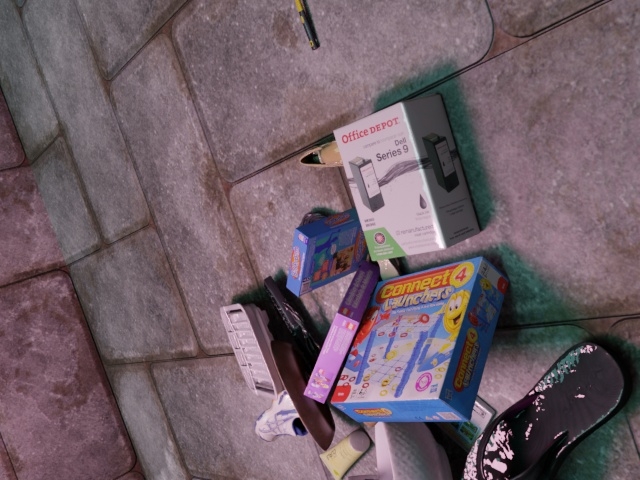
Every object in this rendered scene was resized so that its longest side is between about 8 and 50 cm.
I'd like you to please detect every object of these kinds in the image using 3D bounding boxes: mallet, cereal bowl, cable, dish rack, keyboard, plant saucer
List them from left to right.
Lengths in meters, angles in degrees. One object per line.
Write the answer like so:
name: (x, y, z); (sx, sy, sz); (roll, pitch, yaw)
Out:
dish rack: (-0.185, 0.308, 1.920); (0.285, 0.072, 0.333); (69, 160, 1)
keyboard: (-0.067, 0.236, 1.785); (0.317, 0.033, 0.201); (57, 162, 13)
mallet: (-0.051, -0.514, 1.484); (0.062, 0.039, 0.189); (-1, 110, 50)
plant saucer: (-0.037, 0.386, 1.712); (0.310, 0.050, 0.310); (63, 180, -1)
cable: (0.000, 0.000, 1.653); (0.150, 0.047, 0.184); (55, 142, 24)
cereal bowl: (0.214, 0.545, 1.498); (0.339, 0.141, 0.338); (174, 90, -87)

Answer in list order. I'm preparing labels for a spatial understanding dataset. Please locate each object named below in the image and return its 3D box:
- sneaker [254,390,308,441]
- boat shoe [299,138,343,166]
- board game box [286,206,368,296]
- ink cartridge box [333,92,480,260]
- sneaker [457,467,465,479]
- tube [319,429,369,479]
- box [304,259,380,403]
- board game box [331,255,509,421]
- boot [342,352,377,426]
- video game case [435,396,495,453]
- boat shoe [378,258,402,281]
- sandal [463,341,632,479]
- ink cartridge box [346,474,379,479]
sneaker: (-0.100, 0.533, 1.948); (0.131, 0.112, 0.296); (50, 138, 22)
boat shoe: (0.025, -0.193, 1.506); (0.190, 0.072, 0.068); (-13, 96, 51)
board game box: (0.025, 0.020, 1.493); (0.047, 0.210, 0.160); (37, 131, 35)
ink cartridge box: (0.167, -0.121, 1.334); (0.211, 0.122, 0.289); (-13, 96, 51)
sneaker: (0.417, 0.523, 1.295); (0.447, 0.169, 0.257); (-31, 84, 53)
tube: (0.063, 0.592, 1.830); (0.240, 0.062, 0.070); (121, 159, -50)
box: (0.052, 0.214, 1.557); (0.057, 0.201, 0.293); (23, 129, 5)
board game box: (0.192, 0.202, 1.316); (0.086, 0.302, 0.308); (39, 147, -23)
boot: (0.158, 0.279, 1.537); (0.104, 0.295, 0.211); (36, 102, -14)
video game case: (0.300, 0.377, 1.486); (0.157, 0.019, 0.143); (39, 133, 31)
boat shoe: (0.153, 0.050, 1.490); (0.049, 0.043, 0.137); (-18, 106, 40)
sandal: (0.375, 0.361, 1.222); (0.445, 0.107, 0.167); (-61, 41, 23)
ink cartridge box: (0.108, 0.635, 1.563); (0.190, 0.082, 0.139); (98, 167, -78)
